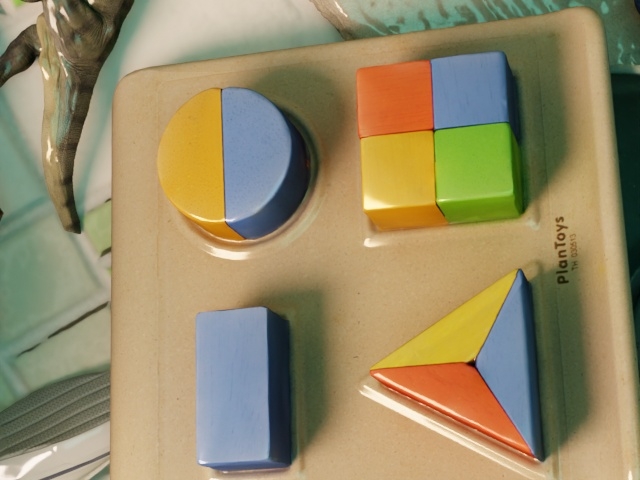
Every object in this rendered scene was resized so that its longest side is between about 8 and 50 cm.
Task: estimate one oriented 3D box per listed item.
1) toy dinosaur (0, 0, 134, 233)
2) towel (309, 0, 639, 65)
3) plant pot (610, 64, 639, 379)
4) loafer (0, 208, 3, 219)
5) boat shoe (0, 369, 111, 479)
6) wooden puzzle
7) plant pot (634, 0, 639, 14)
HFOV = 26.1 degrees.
[{"bbox_3d":[-0.189,-0.145,0.951,0.118,0.064,0.268,14,95,-14],"label":"toy dinosaur"},{"bbox_3d":[0.104,-0.182,0.989,0.187,0.049,0.282,-41,98,-2],"label":"towel"},{"bbox_3d":[0.224,0.051,0.915,0.196,0.293,0.293,15,92,-49],"label":"plant pot"},{"bbox_3d":[-0.258,-0.026,0.947,0.078,0.080,0.220,-3,99,-16],"label":"loafer"},{"bbox_3d":[-0.207,0.164,0.967,0.226,0.083,0.076,-22,119,-2],"label":"boat shoe"},{"bbox_3d":[0.013,0.020,0.856,0.348,0.080,0.322,-7,75,18],"label":"wooden puzzle"},{"bbox_3d":[0.368,-0.155,0.921,0.236,0.212,0.236,-40,99,-21],"label":"plant pot"}]
